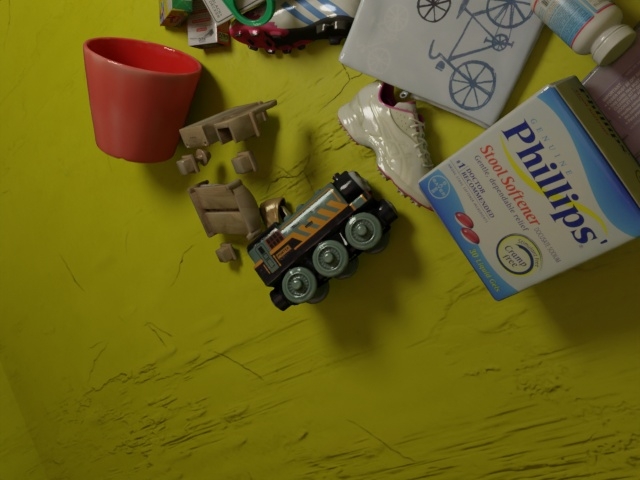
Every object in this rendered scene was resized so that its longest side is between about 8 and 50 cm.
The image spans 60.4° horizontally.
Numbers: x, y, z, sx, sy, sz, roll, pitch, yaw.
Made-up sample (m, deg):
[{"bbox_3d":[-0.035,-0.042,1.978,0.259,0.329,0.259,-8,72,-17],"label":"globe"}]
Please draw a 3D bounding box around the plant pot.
[{"bbox_3d":[-0.444,-0.339,1.354,0.275,0.275,0.243,29,120,23],"label":"plant pot"}]

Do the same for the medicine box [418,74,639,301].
[{"bbox_3d":[0.366,-0.082,0.936,0.289,0.149,0.263,-38,82,44],"label":"medicine box"}]

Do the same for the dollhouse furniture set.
[{"bbox_3d":[-0.162,-0.128,1.296,0.303,0.174,0.355,5,121,49],"label":"dollhouse furniture set"}]

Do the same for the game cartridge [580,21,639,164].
[{"bbox_3d":[0.576,-0.253,0.877,0.230,0.068,0.355,51,119,18],"label":"game cartridge"}]

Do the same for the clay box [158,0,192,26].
[{"bbox_3d":[-0.351,-0.592,1.315,0.222,0.053,0.127,-156,64,-65],"label":"clay box"}]

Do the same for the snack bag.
[{"bbox_3d":[0.230,-0.412,1.011,0.342,0.037,0.323,23,112,6],"label":"snack bag"}]

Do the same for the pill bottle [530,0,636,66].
[{"bbox_3d":[0.423,-0.358,0.885,0.087,0.087,0.160,-45,68,28],"label":"pill bottle"}]

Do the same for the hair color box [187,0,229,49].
[{"bbox_3d":[-0.270,-0.553,1.321,0.093,0.053,0.167,5,99,29],"label":"hair color box"}]

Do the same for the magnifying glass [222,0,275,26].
[{"bbox_3d":[-0.195,-0.512,1.103,0.231,0.026,0.092,29,130,-2],"label":"magnifying glass"}]

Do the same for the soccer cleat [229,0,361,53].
[{"bbox_3d":[-0.044,-0.491,1.180,0.331,0.116,0.143,6,85,28],"label":"soccer cleat"}]

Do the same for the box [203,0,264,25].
[{"bbox_3d":[-0.123,-0.575,1.099,0.290,0.087,0.169,-16,116,31],"label":"box"}]

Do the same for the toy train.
[{"bbox_3d":[0.000,0.000,1.179,0.334,0.142,0.190,-41,75,9],"label":"toy train"}]

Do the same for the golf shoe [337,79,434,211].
[{"bbox_3d":[0.166,-0.194,1.098,0.140,0.115,0.306,-45,77,25],"label":"golf shoe"}]

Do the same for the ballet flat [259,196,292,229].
[{"bbox_3d":[-0.075,0.006,1.294,0.073,0.080,0.232,-24,87,20],"label":"ballet flat"}]
